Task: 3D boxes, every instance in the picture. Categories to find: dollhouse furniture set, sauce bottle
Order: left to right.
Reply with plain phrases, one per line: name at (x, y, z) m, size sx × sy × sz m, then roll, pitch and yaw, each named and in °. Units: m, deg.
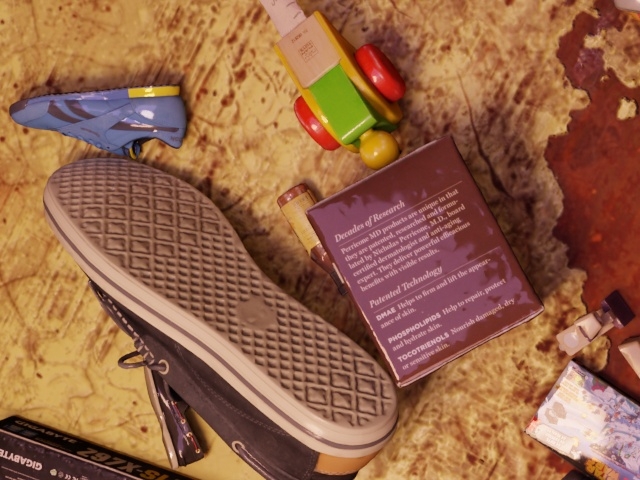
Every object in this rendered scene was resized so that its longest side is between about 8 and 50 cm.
sauce bottle at (0.000, 0.000, 1.921) m, size 0.042 × 0.042 × 0.128 m, roll -33°, pitch 82°, yaw 15°
dollhouse furniture set at (0.294, 0.129, 1.832) m, size 0.081 × 0.091 × 0.114 m, roll -37°, pitch 86°, yaw 30°

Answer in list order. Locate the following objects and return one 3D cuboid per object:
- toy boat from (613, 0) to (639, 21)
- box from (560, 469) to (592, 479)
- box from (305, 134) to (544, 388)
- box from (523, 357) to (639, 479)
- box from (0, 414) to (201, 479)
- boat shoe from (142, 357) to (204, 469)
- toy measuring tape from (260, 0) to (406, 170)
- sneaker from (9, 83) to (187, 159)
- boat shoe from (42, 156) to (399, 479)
toy boat at (0.434, -0.304, 1.726) m, size 0.318 × 0.148 × 0.267 m, roll -31°, pitch 85°, yaw 15°
box at (0.229, 0.338, 1.822) m, size 0.038 × 0.145 × 0.186 m, roll 21°, pitch 99°, yaw 16°
box at (0.107, 0.025, 1.811) m, size 0.167 × 0.168 × 0.203 m, roll -29°, pitch 85°, yaw 2°
box at (0.295, 0.200, 1.856) m, size 0.137 × 0.027 × 0.094 m, roll 35°, pitch 100°, yaw 12°
box at (-0.255, 0.369, 1.998) m, size 0.322 × 0.079 × 0.257 m, roll 17°, pitch 99°, yaw 14°
boat shoe at (-0.167, 0.189, 1.981) m, size 0.042 × 0.049 × 0.133 m, roll -18°, pitch 80°, yaw -12°
toy measuring tape at (0.004, -0.198, 1.897) m, size 0.121 × 0.121 × 0.330 m, roll -38°, pitch 60°, yaw 14°
sneaker at (-0.250, -0.128, 1.972) m, size 0.209 × 0.069 × 0.082 m, roll -2°, pitch 96°, yaw 16°
boat shoe at (-0.126, 0.089, 1.877) m, size 0.500 × 0.187 × 0.156 m, roll 40°, pitch 134°, yaw 24°
